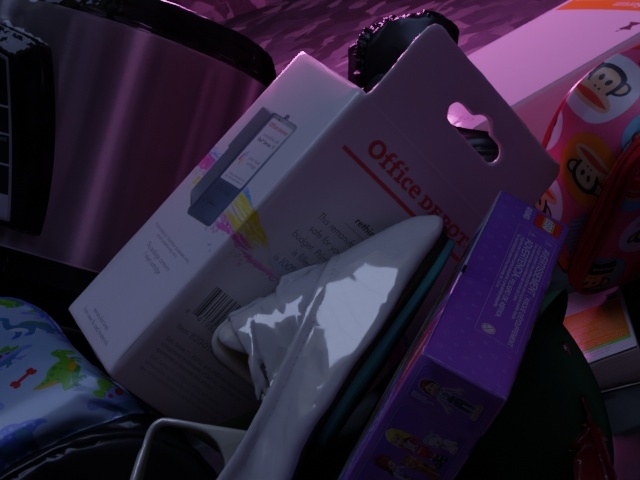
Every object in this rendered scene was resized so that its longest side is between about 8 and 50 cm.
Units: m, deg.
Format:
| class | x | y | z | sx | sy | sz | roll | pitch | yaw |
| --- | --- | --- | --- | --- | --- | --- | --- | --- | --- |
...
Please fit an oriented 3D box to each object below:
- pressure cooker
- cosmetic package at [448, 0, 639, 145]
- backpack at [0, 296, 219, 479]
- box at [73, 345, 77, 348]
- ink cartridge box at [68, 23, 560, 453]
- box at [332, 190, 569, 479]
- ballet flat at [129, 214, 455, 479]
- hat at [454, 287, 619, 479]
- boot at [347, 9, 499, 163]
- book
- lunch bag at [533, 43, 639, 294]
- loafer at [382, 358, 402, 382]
| class | x | y | z | sx | sy | sz | roll | pitch | yaw |
| --- | --- | --- | --- | --- | --- | --- | --- | --- | --- |
| pressure cooker | -0.260 | -0.046 | 1.298 | 0.376 | 0.420 | 0.370 | 17 | -2 | -11 |
| cosmetic package | 0.285 | -0.155 | 1.382 | 0.453 | 0.161 | 0.230 | -31 | 23 | -19 |
| backpack | -0.266 | 0.196 | 1.020 | 0.290 | 0.273 | 0.355 | -34 | 11 | -11 |
| box | -0.443 | 0.126 | 1.544 | 0.308 | 0.076 | 0.242 | -11 | 24 | 28 |
| ink cartridge box | 0.000 | 0.000 | 0.972 | 0.353 | 0.207 | 0.119 | -47 | 35 | 0 |
| box | 0.059 | 0.132 | 0.810 | 0.057 | 0.293 | 0.201 | 29 | 36 | 5 |
| ballet flat | -0.045 | 0.130 | 0.846 | 0.139 | 0.139 | 0.400 | 10 | 67 | 54 |
| hat | 0.204 | 0.161 | 0.859 | 0.184 | 0.173 | 0.208 | 27 | 66 | 21 |
| boot | 0.104 | -0.129 | 1.156 | 0.246 | 0.094 | 0.207 | -12 | 62 | 48 |
| book | 0.223 | 0.085 | 1.051 | 0.096 | 0.035 | 0.144 | -19 | 20 | 14 |
| lunch bag | 0.325 | -0.097 | 1.040 | 0.293 | 0.258 | 0.120 | -22 | 56 | -24 |
| loafer | 0.053 | 0.061 | 1.180 | 0.130 | 0.133 | 0.366 | -11 | 20 | -35 |
